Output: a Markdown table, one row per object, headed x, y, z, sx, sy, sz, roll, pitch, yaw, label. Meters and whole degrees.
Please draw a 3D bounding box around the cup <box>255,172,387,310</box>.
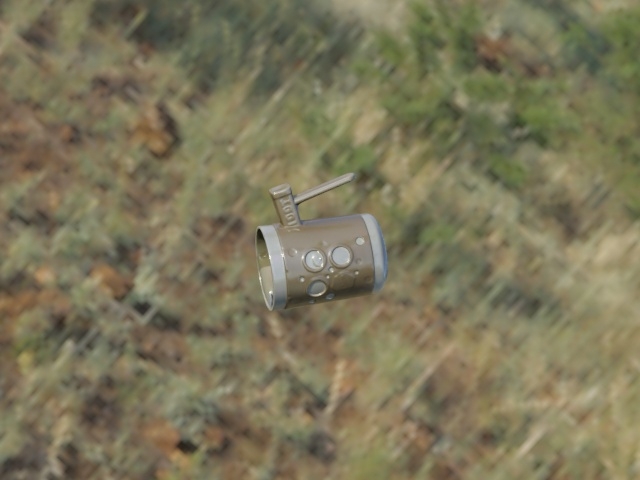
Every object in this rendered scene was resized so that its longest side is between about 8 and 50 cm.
| x | y | z | sx | sy | sz | roll | pitch | yaw | label |
| --- | --- | --- | --- | --- | --- | --- | --- | --- | --- |
| -0.001 | 0.002 | 1.447 | 0.074 | 0.099 | 0.102 | 134 | -53 | -76 | cup |
